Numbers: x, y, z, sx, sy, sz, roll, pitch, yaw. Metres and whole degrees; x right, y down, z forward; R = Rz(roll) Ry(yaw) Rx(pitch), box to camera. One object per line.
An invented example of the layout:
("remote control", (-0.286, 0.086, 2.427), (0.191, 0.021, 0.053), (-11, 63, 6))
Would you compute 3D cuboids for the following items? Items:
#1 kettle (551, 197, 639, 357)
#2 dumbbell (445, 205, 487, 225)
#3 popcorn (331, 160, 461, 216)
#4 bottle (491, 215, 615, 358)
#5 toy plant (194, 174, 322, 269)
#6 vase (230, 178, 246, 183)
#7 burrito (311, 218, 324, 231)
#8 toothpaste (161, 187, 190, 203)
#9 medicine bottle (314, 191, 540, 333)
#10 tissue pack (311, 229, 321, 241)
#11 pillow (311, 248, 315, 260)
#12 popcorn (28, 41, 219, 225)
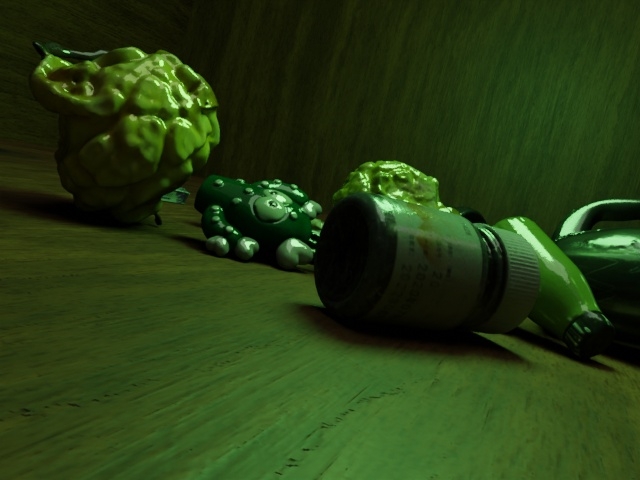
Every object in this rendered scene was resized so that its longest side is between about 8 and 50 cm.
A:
("kettle", (0.544, 0.051, 1.144), (0.324, 0.321, 0.228), (10, -31, 25))
("dumbbell", (0.212, -0.009, 1.485), (0.185, 0.185, 0.388), (9, 8, -45))
("popcorn", (0.129, -0.019, 1.218), (0.259, 0.259, 0.212), (12, -28, -21))
("bottle", (0.360, 0.073, 1.046), (0.112, 0.112, 0.260), (11, 32, -30))
("toy plant", (-0.105, -0.037, 1.185), (0.243, 0.112, 0.232), (10, 38, -16))
("vase", (-0.175, -0.058, 1.436), (0.120, 0.120, 0.183), (9, 23, -46))
("burrito", (-0.048, -0.036, 1.727), (0.226, 0.060, 0.087), (16, 0, 35))
("toothpaste", (-0.454, -0.133, 1.809), (0.196, 0.047, 0.040), (9, 22, -48))
("medicine bottle", (0.143, 0.037, 0.880), (0.273, 0.165, 0.165), (10, 7, -28))
("tissue pack", (0.000, 0.000, 1.574), (0.062, 0.042, 0.083), (21, 9, 42))
("pillow", (-0.091, 0.006, 1.296), (0.203, 0.038, 0.113), (13, 5, -17))
("popcorn", (-0.370, -0.215, 1.210), (0.381, 0.349, 0.349), (51, -4, -14))
